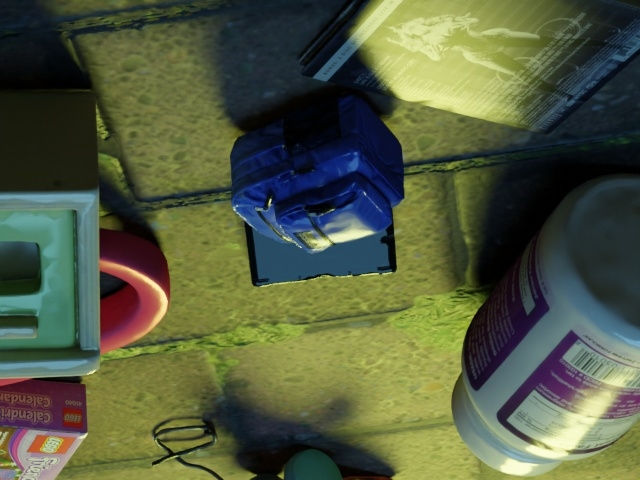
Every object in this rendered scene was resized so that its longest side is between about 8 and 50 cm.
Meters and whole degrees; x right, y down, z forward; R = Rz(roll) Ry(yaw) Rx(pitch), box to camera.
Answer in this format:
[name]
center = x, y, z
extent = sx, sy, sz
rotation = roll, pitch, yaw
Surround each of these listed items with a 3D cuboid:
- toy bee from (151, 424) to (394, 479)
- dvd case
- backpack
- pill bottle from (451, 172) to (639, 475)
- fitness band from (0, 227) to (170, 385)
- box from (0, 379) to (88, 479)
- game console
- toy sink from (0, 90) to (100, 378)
[toy bee]
center = -0.040, 0.306, 1.975
extent = 0.298, 0.162, 0.195
rotation = 6, 150, -19
[dvd case]
center = 0.119, -0.144, 1.363
extent = 0.221, 0.018, 0.164
rotation = 11, 147, -28
[backpack]
center = -0.009, -0.045, 1.432
extent = 0.120, 0.101, 0.098
rotation = -15, 143, 22
[pill bottle]
center = 0.220, 0.086, 1.629
extent = 0.169, 0.169, 0.301
rotation = 4, 149, -17
[fitness band]
center = -0.267, 0.052, 1.605
extent = 0.291, 0.054, 0.209
rotation = -19, 150, 23
[box]
center = -0.366, 0.216, 1.860
extent = 0.201, 0.057, 0.293
rotation = 7, 148, -23
[game console]
center = 0.000, 0.000, 1.598
extent = 0.122, 0.071, 0.107
rotation = -6, 120, -1
[toy sink]
center = -0.238, 0.020, 1.404
extent = 0.152, 0.131, 0.234
rotation = -1, 131, -8
